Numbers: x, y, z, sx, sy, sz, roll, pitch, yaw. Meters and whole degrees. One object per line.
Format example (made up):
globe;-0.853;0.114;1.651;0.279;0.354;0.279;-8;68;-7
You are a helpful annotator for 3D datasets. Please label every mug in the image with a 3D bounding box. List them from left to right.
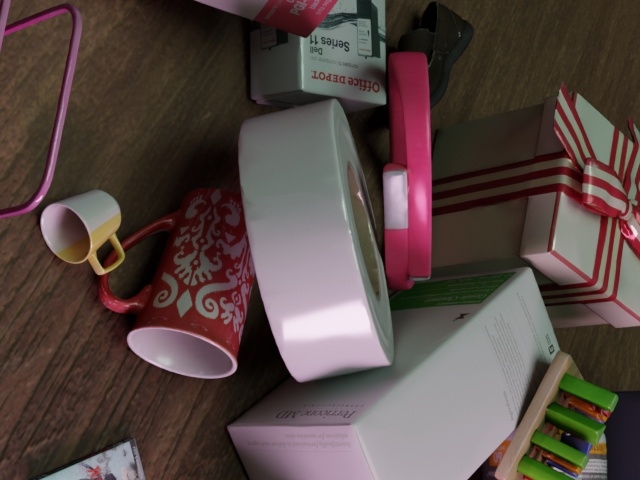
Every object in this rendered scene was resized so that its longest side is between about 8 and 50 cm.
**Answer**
mug;-0.225;-0.012;1.171;0.064;0.062;0.078;-40;133;-51
mug;-0.129;0.031;1.220;0.150;0.113;0.169;39;54;-37

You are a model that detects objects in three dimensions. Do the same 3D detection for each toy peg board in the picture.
toy peg board;0.287;0.234;1.400;0.161;0.079;0.160;-60;150;-11

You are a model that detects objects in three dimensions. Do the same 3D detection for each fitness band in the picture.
fitness band;0.102;-0.077;1.402;0.209;0.054;0.291;-84;173;-50

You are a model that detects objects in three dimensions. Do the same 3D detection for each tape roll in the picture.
tape roll;0.000;0.000;1.258;0.286;0.100;0.286;-13;90;-82

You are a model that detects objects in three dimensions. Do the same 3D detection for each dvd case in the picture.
dvd case;-0.216;0.249;1.159;0.119;0.013;0.087;-17;95;-47

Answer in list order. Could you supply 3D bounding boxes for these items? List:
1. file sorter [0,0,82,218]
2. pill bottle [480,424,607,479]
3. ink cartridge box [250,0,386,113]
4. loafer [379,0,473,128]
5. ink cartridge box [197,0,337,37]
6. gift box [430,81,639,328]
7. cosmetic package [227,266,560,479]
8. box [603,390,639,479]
file sorter;-0.362;-0.144;0.957;0.291;0.182;0.202;21;68;-42
pill bottle;0.285;0.376;1.544;0.162;0.162;0.278;14;73;-44
ink cartridge box;-0.002;-0.259;1.406;0.153;0.087;0.208;1;87;-47
loafer;0.122;-0.227;1.555;0.078;0.080;0.220;45;48;-19
ink cartridge box;-0.108;-0.355;1.228;0.283;0.117;0.207;16;70;-18
gift box;0.291;-0.048;1.557;0.255;0.258;0.276;27;65;-40
cosmetic package;0.098;0.180;1.365;0.365;0.197;0.155;-34;108;-45
box;0.509;0.326;1.686;0.294;0.296;0.182;27;65;-40
